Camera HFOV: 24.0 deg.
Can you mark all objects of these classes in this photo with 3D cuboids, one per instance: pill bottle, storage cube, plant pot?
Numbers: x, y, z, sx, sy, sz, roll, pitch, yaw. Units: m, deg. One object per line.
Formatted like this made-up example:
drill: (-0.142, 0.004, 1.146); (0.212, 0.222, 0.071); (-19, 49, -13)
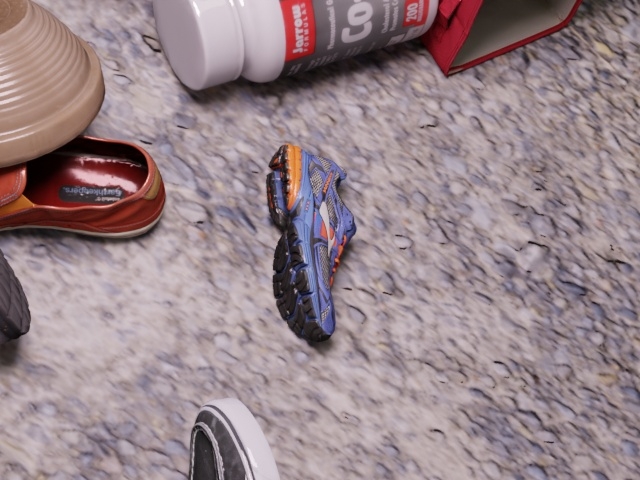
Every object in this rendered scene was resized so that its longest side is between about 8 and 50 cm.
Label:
pill bottle: (-0.028, -0.266, 1.655); (0.283, 0.161, 0.161); (-20, 70, -22)
storage cube: (0.192, -0.340, 1.736); (0.215, 0.183, 0.193); (-26, 71, -23)
plant pot: (-0.340, -0.179, 1.507); (0.237, 0.109, 0.237); (-2, 40, 2)

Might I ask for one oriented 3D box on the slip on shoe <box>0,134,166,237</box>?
slip on shoe: (-0.318, -0.064, 1.516); (0.331, 0.101, 0.123); (3, 65, -11)

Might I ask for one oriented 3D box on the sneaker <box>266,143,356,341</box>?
sneaker: (0.000, 0.000, 1.579); (0.087, 0.083, 0.221); (5, 66, -21)

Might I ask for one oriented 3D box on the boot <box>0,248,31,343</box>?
boot: (-0.456, 0.023, 1.418); (0.223, 0.118, 0.338); (-42, 106, 8)

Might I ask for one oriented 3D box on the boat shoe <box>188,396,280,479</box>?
boat shoe: (-0.096, 0.294, 1.387); (0.105, 0.113, 0.306); (1, 72, -30)
